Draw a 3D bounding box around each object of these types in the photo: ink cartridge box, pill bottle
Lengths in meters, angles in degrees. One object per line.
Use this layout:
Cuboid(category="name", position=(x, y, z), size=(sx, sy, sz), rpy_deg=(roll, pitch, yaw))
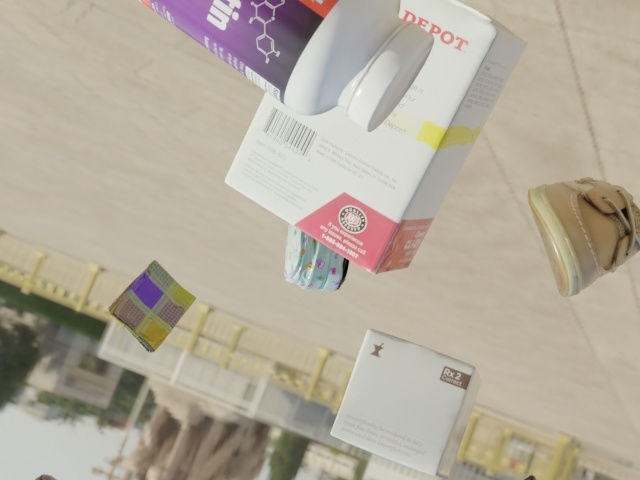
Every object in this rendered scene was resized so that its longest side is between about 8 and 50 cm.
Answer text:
Cuboid(category="ink cartridge box", position=(0.080, -0.186, 1.603), size=(0.279, 0.385, 0.160), rpy_deg=(33, -165, 21))
Cuboid(category="pill bottle", position=(-0.042, -0.260, 1.207), size=(0.323, 0.181, 0.181), rpy_deg=(36, 173, 8))

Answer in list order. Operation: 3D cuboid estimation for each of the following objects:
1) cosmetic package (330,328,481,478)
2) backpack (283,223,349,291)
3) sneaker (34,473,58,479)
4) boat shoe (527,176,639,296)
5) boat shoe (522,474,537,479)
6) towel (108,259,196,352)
Cuboid(category="cosmetic package", position=(0.121, 0.223, 1.495), size=(0.151, 0.151, 0.184), rpy_deg=(18, 171, 16))
Cuboid(category="backpack", position=(0.000, 0.000, 1.934), size=(0.115, 0.182, 0.152), rpy_deg=(8, 161, -6))
Cuboid(category="sneaker", position=(-0.278, 0.371, 1.463), size=(0.224, 0.098, 0.083), rpy_deg=(52, -175, -21))
Cuboid(category="boat shoe", position=(0.307, -0.022, 1.251), size=(0.110, 0.122, 0.341), rpy_deg=(-18, -175, 16))
Cuboid(category="boat shoe", position=(0.265, 0.441, 1.247), size=(0.127, 0.158, 0.340), rpy_deg=(50, -172, -40))
Cuboid(category="towel", position=(-0.159, 0.062, 1.050), size=(0.060, 0.083, 0.009), rpy_deg=(46, 136, -9))
